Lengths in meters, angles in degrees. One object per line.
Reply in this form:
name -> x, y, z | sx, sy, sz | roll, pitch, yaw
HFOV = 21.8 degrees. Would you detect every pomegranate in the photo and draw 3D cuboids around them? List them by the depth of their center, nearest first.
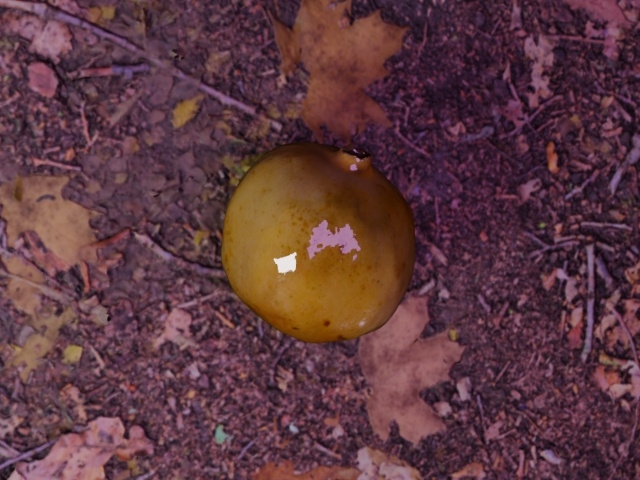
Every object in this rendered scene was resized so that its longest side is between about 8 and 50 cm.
pomegranate -> -0.004, 0.005, 1.817 | 0.233, 0.233, 0.233 | -3, 98, -21
